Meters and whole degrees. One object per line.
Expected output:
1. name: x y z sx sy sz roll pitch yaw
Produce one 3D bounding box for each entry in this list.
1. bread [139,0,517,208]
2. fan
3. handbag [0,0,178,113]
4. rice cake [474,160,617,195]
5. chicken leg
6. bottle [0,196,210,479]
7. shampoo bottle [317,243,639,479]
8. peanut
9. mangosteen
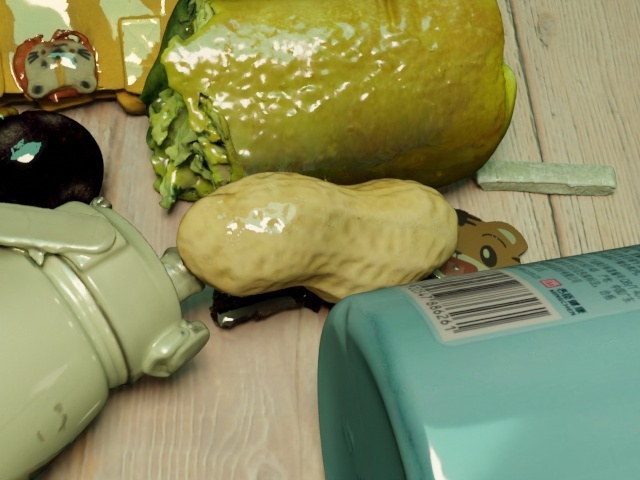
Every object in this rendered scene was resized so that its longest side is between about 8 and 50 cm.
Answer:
1. bread: 0.017 -0.151 0.933 0.376 0.251 0.208 -10 22 -16
2. fan: 0.138 0.030 0.936 0.152 0.008 0.227 21 38 -2
3. handbag: -0.282 -0.277 1.000 0.401 0.133 0.283 -4 89 -13
4. rice cake: 0.253 -0.071 1.051 0.170 0.029 0.033 3 62 -7
5. chicken leg: 0.018 0.062 0.921 0.253 0.051 0.106 7 61 -2
6. bottle: -0.268 0.085 0.768 0.351 0.229 0.229 -38 70 -27
7. shampoo bottle: 0.195 0.175 0.707 0.342 0.331 0.331 -7 59 -12
8. peanut: 0.000 0.000 0.840 0.274 0.125 0.111 2 34 -26
9. mangosteen: -0.291 -0.078 0.913 0.137 0.137 0.151 -35 69 -26
